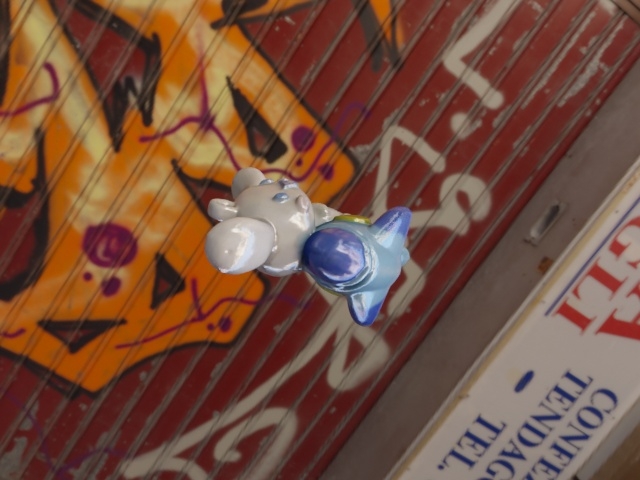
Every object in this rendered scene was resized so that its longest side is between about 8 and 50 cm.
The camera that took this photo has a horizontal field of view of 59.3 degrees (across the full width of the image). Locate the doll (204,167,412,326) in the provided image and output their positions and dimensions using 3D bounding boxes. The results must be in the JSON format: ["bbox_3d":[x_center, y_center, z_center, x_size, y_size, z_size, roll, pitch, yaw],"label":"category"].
[{"bbox_3d":[0.003,-0.007,0.888,0.376,0.365,0.187,-87,-161,-55],"label":"doll"}]
